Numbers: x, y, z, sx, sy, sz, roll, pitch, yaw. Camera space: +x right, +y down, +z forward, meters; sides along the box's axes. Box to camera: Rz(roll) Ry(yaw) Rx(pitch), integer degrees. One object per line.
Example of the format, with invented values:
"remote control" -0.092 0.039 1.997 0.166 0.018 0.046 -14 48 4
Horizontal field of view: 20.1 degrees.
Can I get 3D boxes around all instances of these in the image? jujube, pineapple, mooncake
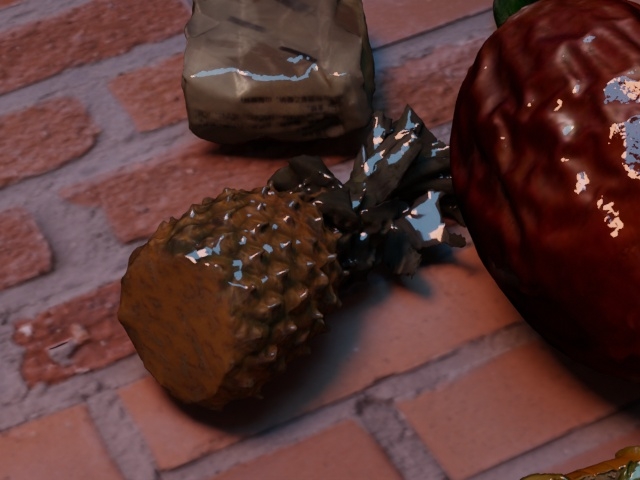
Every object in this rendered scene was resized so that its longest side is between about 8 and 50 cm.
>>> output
"jujube" 0.169 -0.031 1.009 0.183 0.183 0.243 -19 49 -15
"pineapple" 0.000 0.000 1.058 0.125 0.125 0.251 28 43 28
"mooncake" -0.027 -0.116 1.186 0.125 0.073 0.130 -1 43 1

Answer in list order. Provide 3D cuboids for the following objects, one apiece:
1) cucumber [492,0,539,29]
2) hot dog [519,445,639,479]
"cucumber" 0.146 -0.135 1.222 0.039 0.039 0.168 -12 47 -8
"hot dog" 0.150 0.157 0.904 0.269 0.072 0.109 -23 50 -17
